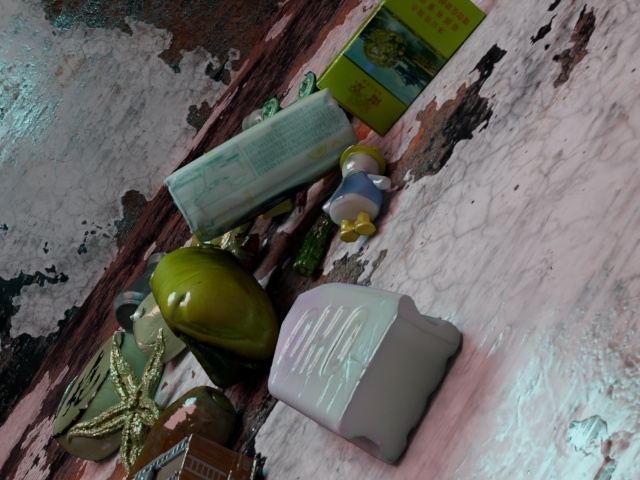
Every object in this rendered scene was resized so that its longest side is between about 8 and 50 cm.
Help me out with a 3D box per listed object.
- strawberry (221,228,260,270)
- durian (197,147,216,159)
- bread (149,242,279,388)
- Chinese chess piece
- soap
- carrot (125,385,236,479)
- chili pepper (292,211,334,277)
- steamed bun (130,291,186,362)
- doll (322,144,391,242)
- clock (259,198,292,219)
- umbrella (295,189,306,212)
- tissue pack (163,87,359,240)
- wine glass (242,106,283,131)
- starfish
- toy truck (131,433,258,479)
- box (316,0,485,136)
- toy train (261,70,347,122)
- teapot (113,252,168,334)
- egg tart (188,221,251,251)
[{"bbox_3d":[-0.206,0.050,2.041,0.167,0.087,0.208,-35,-5,0],"label":"strawberry"},{"bbox_3d":[-0.335,-0.181,2.578,0.260,0.186,0.154,-46,24,-13],"label":"durian"},{"bbox_3d":[-0.216,0.139,1.680,0.208,0.251,0.376,-40,17,-5],"label":"bread"},{"bbox_3d":[-0.565,0.406,2.171,0.349,0.146,0.349,-46,20,22],"label":"Chinese chess piece"},{"bbox_3d":[0.041,0.174,1.208,0.208,0.115,0.347,-59,20,-11],"label":"soap"},{"bbox_3d":[-0.278,0.410,1.544,0.302,0.139,0.139,-56,20,2],"label":"carrot"},{"bbox_3d":[-0.001,-0.001,1.674,0.182,0.050,0.073,-60,13,-19],"label":"chili pepper"},{"bbox_3d":[-0.382,0.185,2.082,0.239,0.152,0.170,-48,24,6],"label":"steamed bun"},{"bbox_3d":[0.074,-0.104,1.594,0.241,0.099,0.135,-75,10,-46],"label":"doll"},{"bbox_3d":[-0.147,-0.162,2.024,0.096,0.202,0.143,-18,15,-11],"label":"clock"},{"bbox_3d":[-0.047,-0.115,1.995,0.165,0.025,0.027,-85,13,-57],"label":"umbrella"},{"bbox_3d":[-0.129,-0.149,1.760,0.388,0.162,0.287,-30,0,-7],"label":"tissue pack"},{"bbox_3d":[-0.181,-0.373,2.601,0.093,0.093,0.202,-60,20,-13],"label":"wine glass"},{"bbox_3d":[-0.428,0.381,1.925,0.347,0.078,0.358,25,81,43],"label":"starfish"},{"bbox_3d":[-0.248,0.445,1.368,0.305,0.162,0.136,-40,25,36],"label":"toy truck"},{"bbox_3d":[0.164,-0.402,1.721,0.335,0.187,0.047,-49,18,18],"label":"box"},{"bbox_3d":[-0.058,-0.285,2.124,0.369,0.150,0.237,-21,48,58],"label":"toy train"},{"bbox_3d":[-0.484,0.166,2.381,0.225,0.171,0.203,-68,-8,-47],"label":"teapot"},{"bbox_3d":[-0.289,-0.022,2.296,0.279,0.095,0.279,-47,22,26],"label":"egg tart"}]
